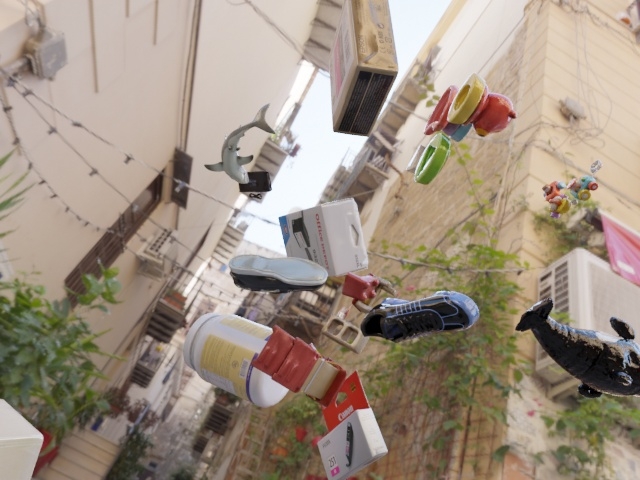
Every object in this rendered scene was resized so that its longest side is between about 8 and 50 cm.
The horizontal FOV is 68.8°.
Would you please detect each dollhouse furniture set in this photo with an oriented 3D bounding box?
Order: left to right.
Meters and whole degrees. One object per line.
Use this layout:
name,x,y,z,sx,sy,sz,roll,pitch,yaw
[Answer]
dollhouse furniture set,0.021,0.222,1.215,0.152,0.374,0.201,23,-17,36

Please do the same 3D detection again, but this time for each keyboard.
keyboard,-0.251,-0.211,1.790,0.180,0.023,0.108,5,-74,42

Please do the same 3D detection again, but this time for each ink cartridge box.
ink cartridge box,0.000,0.000,1.520,0.307,0.128,0.223,-8,-86,60
ink cartridge box,0.090,0.320,2.002,0.029,0.063,0.115,32,-46,0
ink cartridge box,0.067,0.550,1.373,0.060,0.239,0.275,0,-38,-31
ink cartridge box,0.081,-0.367,0.968,0.088,0.235,0.193,4,-28,-12

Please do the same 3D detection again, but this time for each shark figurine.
shark figurine,-0.259,-0.301,1.422,0.166,0.116,0.278,5,-41,-29

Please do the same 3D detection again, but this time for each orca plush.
orca plush,0.487,0.195,0.793,0.287,0.151,0.102,42,2,-10

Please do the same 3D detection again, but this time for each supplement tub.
supplement tub,-0.264,0.384,1.552,0.331,0.241,0.241,14,-38,28

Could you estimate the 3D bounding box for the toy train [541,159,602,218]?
toy train,0.570,-0.124,1.089,0.046,0.125,0.166,25,-26,-7

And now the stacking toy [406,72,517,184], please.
stacking toy,0.352,-0.259,1.195,0.130,0.309,0.280,24,-76,-4

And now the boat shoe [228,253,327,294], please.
boat shoe,-0.123,0.108,1.375,0.302,0.114,0.091,10,-54,19

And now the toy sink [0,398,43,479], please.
toy sink,-0.520,0.291,0.592,0.152,0.131,0.234,10,-9,36

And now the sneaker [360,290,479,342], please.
sneaker,0.175,0.151,0.864,0.232,0.090,0.082,-16,-77,50
